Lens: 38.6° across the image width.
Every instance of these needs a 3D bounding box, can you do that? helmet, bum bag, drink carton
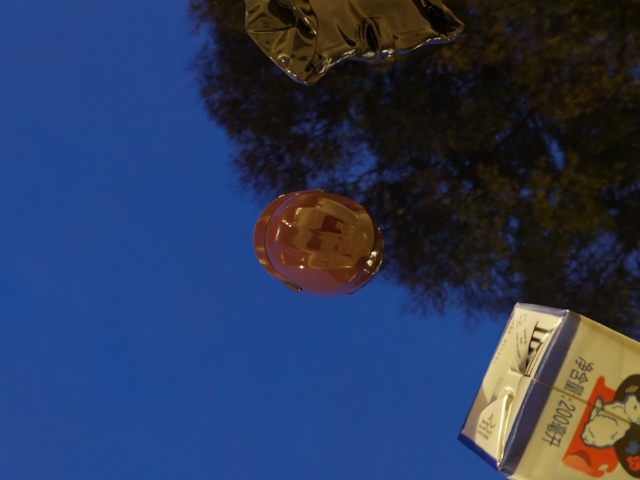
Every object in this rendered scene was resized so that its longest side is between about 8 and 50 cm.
[{"bbox_3d":[0.000,0.000,0.826,0.123,0.070,0.098,15,-99,-3],"label":"helmet"},{"bbox_3d":[0.023,-0.158,0.615,0.198,0.049,0.087,-23,-114,-45],"label":"bum bag"},{"bbox_3d":[0.278,0.169,0.695,0.315,0.106,0.130,26,-93,-6],"label":"drink carton"}]
